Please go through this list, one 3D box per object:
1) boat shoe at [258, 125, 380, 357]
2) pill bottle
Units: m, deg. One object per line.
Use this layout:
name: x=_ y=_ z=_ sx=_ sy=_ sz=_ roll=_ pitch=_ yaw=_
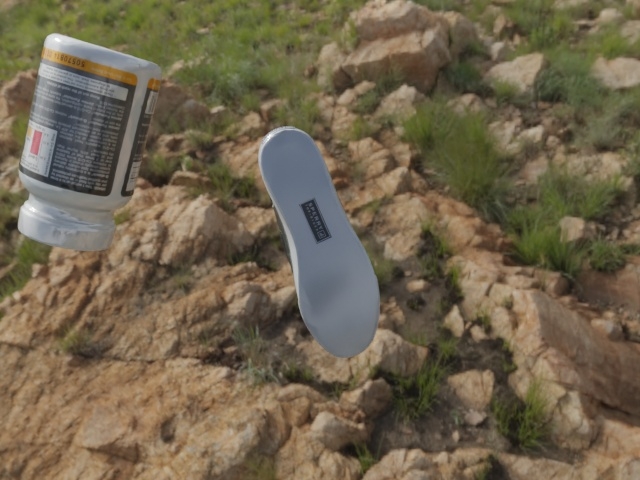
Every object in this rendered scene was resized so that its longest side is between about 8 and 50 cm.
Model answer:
boat shoe: x=0.000 y=0.000 z=0.382 sx=0.049 sy=0.142 sz=0.040 roll=-18 pitch=9 yaw=-2
pill bottle: x=-0.334 y=-0.136 z=0.904 sx=0.162 sy=0.278 sz=0.162 roll=17 pitch=10 yaw=-3
